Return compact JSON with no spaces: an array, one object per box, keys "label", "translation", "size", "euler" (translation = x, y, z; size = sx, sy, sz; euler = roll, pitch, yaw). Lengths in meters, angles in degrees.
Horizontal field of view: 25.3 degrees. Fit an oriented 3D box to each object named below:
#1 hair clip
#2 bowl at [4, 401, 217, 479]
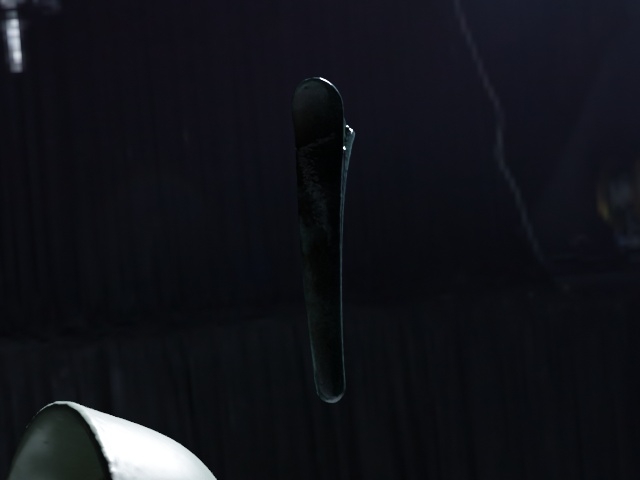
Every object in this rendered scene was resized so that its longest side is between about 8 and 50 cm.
[{"label":"hair clip","translation":[0.000,0.000,0.983],"size":[0.039,0.229,0.070],"euler":[-5,-29,11]},{"label":"bowl","translation":[-0.121,0.258,0.982],"size":[0.146,0.289,0.289],"euler":[5,-5,-28]}]
